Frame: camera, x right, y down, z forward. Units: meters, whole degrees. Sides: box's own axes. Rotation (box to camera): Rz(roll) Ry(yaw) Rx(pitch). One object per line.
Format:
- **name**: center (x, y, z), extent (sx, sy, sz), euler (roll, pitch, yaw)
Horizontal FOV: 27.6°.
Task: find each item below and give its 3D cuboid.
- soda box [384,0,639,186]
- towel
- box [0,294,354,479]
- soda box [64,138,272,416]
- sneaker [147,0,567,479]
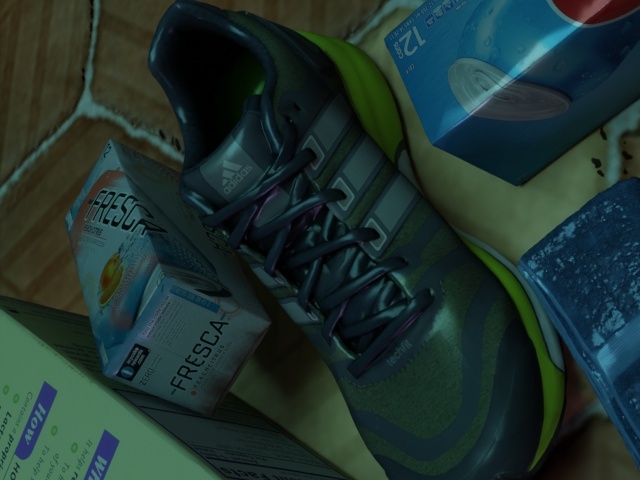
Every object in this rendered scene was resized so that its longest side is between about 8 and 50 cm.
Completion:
- **soda box**: center (0.131, -0.115, 0.548), extent (0.210, 0.071, 0.067), euler (-39, 54, 27)
- **towel**: center (0.132, 0.034, 0.529), extent (0.067, 0.029, 0.119), euler (-42, 52, 24)
- **box**: center (-0.114, 0.170, 0.650), extent (0.243, 0.117, 0.213), euler (26, 95, 45)
- **soda box**: center (-0.084, 0.013, 0.670), extent (0.058, 0.063, 0.183), euler (-58, 27, 12)
- **sneaker**: center (0.000, 0.000, 0.596), extent (0.111, 0.121, 0.300), euler (-49, 50, 20)
